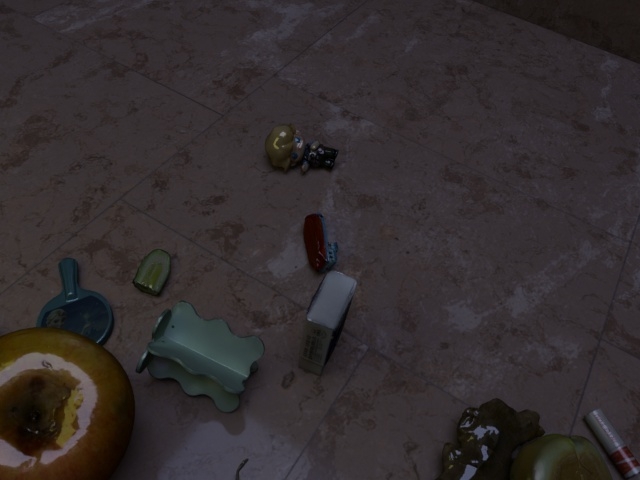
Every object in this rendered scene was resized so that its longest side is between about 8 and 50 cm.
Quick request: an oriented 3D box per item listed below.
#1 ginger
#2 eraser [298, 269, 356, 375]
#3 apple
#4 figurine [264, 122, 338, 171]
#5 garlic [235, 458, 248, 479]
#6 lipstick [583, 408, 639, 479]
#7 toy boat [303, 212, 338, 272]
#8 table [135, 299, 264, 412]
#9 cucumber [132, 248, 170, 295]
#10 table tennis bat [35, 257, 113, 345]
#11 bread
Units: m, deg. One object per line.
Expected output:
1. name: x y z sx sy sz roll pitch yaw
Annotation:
1. ginger: 0.302 0.410 1.004 0.166 0.080 0.333 42 55 17
2. eraser: 0.010 0.168 1.074 0.068 0.210 0.124 21 53 8
3. apple: -0.461 0.295 0.890 0.299 0.275 0.298 10 56 -15
4. figurine: -0.054 -0.240 1.467 0.196 0.114 0.108 19 27 -5
5. garlic: -0.131 0.461 0.848 0.207 0.207 0.256 -19 94 -21
6. lipstick: 0.578 0.401 1.071 0.039 0.038 0.130 -14 55 -18
7. toy boat: 0.000 0.000 1.299 0.059 0.069 0.172 8 50 -27
8. table: -0.221 0.226 1.045 0.199 0.166 0.166 26 53 3
9. cucumber: -0.373 0.070 1.216 0.067 0.035 0.107 25 50 -10
10. table tennis bat: -0.523 0.137 1.146 0.149 0.038 0.237 -13 57 -16
11. bread: 0.426 0.446 0.960 0.214 0.105 0.213 13 61 -25
